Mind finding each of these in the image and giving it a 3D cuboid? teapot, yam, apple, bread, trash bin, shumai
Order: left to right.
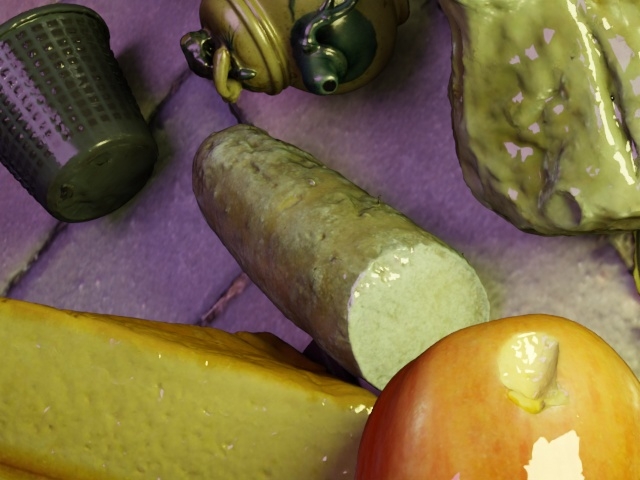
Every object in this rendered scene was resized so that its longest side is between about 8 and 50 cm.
[{"bbox_3d":[-0.242,-0.107,1.795,0.175,0.175,0.161,-46,62,21],"label":"trash bin"},{"bbox_3d":[-0.165,0.180,1.445,0.245,0.361,0.233,26,102,60],"label":"bread"},{"bbox_3d":[-0.038,-0.196,1.606,0.182,0.173,0.269,-33,42,-12],"label":"teapot"},{"bbox_3d":[0.000,0.000,1.563,0.330,0.133,0.133,41,105,45],"label":"yam"},{"bbox_3d":[0.128,0.170,1.312,0.242,0.242,0.241,-24,55,34],"label":"apple"},{"bbox_3d":[0.165,-0.123,1.383,0.225,0.222,0.261,-35,56,28],"label":"shumai"}]

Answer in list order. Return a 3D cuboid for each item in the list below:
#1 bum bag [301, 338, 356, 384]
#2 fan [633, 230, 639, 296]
[{"bbox_3d":[-0.022,0.165,1.598,0.159,0.026,0.109,-44,52,29],"label":"bum bag"},{"bbox_3d":[0.337,-0.042,1.348,0.229,0.011,0.335,39,102,43],"label":"fan"}]
